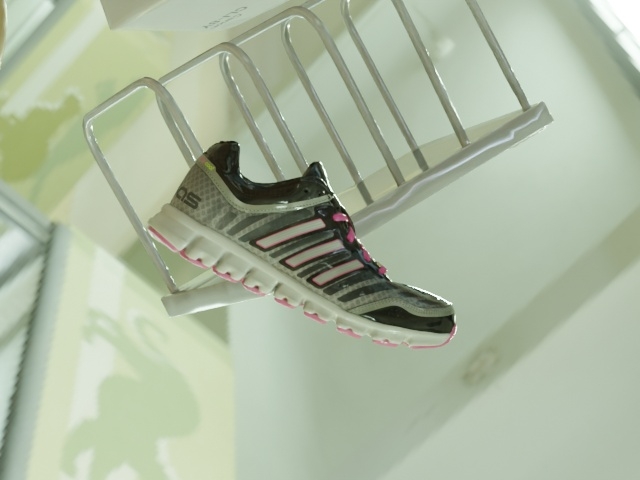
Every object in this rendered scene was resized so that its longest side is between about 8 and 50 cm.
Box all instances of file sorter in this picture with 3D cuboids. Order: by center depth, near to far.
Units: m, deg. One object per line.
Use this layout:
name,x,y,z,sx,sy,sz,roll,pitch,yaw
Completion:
file sorter,-0.009,-0.087,1.098,0.278,0.173,0.193,-31,-173,-26

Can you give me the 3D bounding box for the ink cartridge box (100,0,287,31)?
ink cartridge box,-0.084,-0.389,1.130,0.279,0.384,0.160,-21,178,34

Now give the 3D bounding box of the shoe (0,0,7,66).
shoe,-0.183,-0.011,0.450,0.219,0.076,0.058,-48,166,4

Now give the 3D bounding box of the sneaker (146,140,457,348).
sneaker,0.000,0.000,0.747,0.063,0.170,0.074,-128,-118,-87
